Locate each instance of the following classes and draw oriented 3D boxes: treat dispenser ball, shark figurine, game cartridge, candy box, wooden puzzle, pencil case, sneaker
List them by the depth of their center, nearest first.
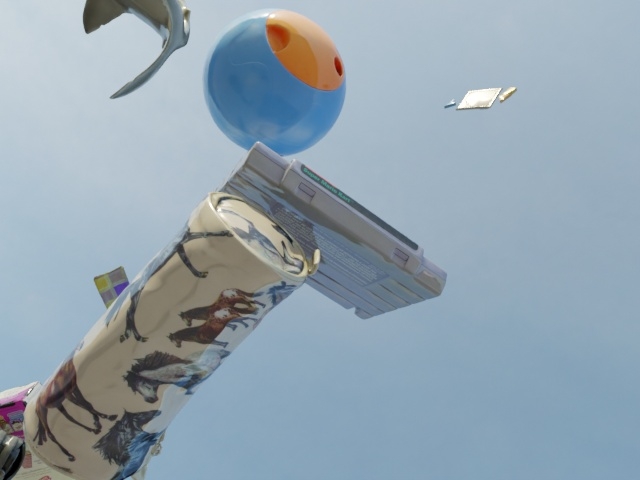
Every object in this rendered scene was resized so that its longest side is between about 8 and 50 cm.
[{"bbox_3d":[-0.189,-0.231,0.545,0.116,0.166,0.278,-38,-110,13],"label":"shark figurine"},{"bbox_3d":[-0.187,0.127,0.731,0.184,0.160,0.410,37,-80,-28],"label":"pencil case"},{"bbox_3d":[0.000,0.000,0.892,0.355,0.068,0.230,34,-34,-16],"label":"game cartridge"},{"bbox_3d":[-0.644,0.365,1.035,0.147,0.295,0.104,13,-125,8],"label":"sneaker"},{"bbox_3d":[0.296,-0.260,1.046,0.116,0.078,0.014,14,-40,46],"label":"wooden puzzle"},{"bbox_3d":[-0.092,-0.313,1.135,0.288,0.288,0.288,1,-88,20],"label":"treat dispenser ball"},{"bbox_3d":[-0.629,0.430,1.217,0.159,0.071,0.233,-17,-70,11],"label":"candy box"}]

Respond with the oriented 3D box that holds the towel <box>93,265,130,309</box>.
[{"bbox_3d":[-0.401,0.094,1.101,0.009,0.060,0.083,30,-42,51],"label":"towel"}]
